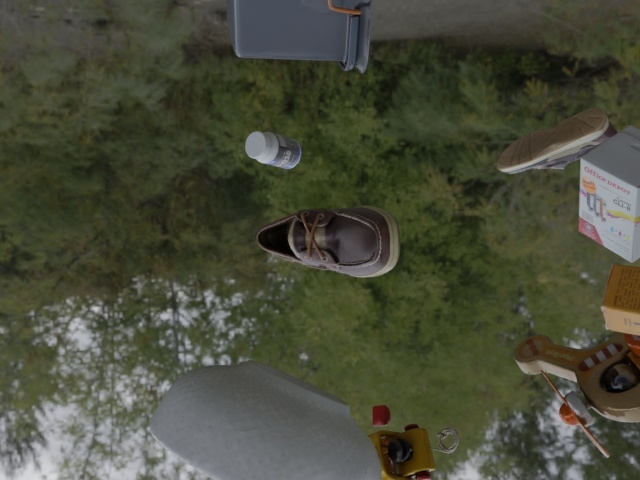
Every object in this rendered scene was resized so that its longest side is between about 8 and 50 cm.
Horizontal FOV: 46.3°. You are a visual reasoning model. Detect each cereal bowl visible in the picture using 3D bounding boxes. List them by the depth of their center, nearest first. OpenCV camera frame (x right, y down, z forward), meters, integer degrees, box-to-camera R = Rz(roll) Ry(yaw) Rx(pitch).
[{"bbox_3d":[-0.060,0.264,1.056,0.338,0.141,0.339,23,172,3],"label":"cereal bowl"}]

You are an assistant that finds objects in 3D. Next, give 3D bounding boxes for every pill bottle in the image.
[{"bbox_3d":[-0.116,-0.223,1.833,0.078,0.078,0.137,2,177,36],"label":"pill bottle"}]

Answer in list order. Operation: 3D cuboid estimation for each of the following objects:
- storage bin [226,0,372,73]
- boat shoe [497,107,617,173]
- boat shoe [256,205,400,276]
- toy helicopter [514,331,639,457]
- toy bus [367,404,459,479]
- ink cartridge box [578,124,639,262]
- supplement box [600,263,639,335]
[{"bbox_3d":[-0.016,-0.179,0.497,0.091,0.135,0.098,-6,-142,-10],"label":"storage bin"},{"bbox_3d":[0.532,-0.203,1.692,0.092,0.103,0.285,38,141,-25],"label":"boat shoe"},{"bbox_3d":[0.000,0.000,1.287,0.123,0.123,0.342,-5,-171,-32],"label":"boat shoe"},{"bbox_3d":[0.471,0.241,1.330,0.235,0.140,0.355,-46,-159,-18],"label":"toy helicopter"},{"bbox_3d":[0.113,0.385,1.315,0.104,0.202,0.191,21,-179,-44],"label":"toy bus"},{"bbox_3d":[0.541,-0.083,1.307,0.127,0.176,0.128,-31,-137,-17],"label":"ink cartridge box"},{"bbox_3d":[0.491,0.090,0.964,0.233,0.080,0.078,6,151,30],"label":"supplement box"}]
